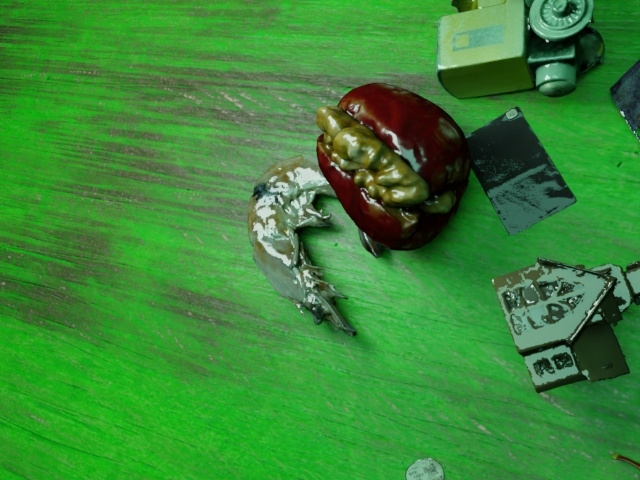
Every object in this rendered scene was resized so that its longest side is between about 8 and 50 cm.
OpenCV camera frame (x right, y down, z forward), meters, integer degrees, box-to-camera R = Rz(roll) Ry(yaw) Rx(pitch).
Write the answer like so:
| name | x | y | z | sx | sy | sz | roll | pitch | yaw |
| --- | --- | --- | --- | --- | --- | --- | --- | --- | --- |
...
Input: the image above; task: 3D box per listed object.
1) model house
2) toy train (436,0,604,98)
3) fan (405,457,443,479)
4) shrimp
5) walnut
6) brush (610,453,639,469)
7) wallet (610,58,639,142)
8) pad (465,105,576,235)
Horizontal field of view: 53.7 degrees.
| name | x | y | z | sx | sy | sz | roll | pitch | yaw |
| --- | --- | --- | --- | --- | --- | --- | --- | --- | --- |
| model house | 0.384 | 0.092 | 0.852 | 0.248 | 0.181 | 0.176 | -22 | 71 | 18 |
| toy train | 0.316 | -0.415 | 1.018 | 0.253 | 0.160 | 0.398 | -2 | 78 | 28 |
| fan | 0.171 | 0.371 | 0.974 | 0.080 | 0.003 | 0.060 | 39 | 95 | 25 |
| shrimp | 0.000 | 0.000 | 1.098 | 0.246 | 0.085 | 0.361 | -27 | 65 | 8 |
| walnut | 0.096 | -0.126 | 0.989 | 0.269 | 0.243 | 0.222 | 44 | 117 | 33 |
| brush | 0.441 | 0.315 | 0.867 | 0.083 | 0.018 | 0.021 | 16 | 94 | 23 |
| wallet | 0.499 | -0.192 | 0.918 | 0.030 | 0.111 | 0.166 | -12 | 68 | -22 |
| pad | 0.315 | -0.115 | 1.027 | 0.116 | 0.004 | 0.193 | -29 | 69 | 15 |
